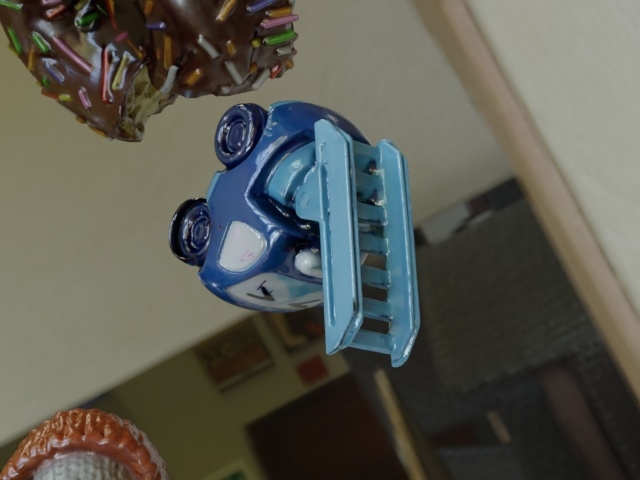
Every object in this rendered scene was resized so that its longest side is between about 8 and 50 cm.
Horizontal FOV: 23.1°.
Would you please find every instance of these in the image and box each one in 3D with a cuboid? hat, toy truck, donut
[{"bbox_3d":[-0.115,0.163,0.724,0.162,0.094,0.112,-99,-1,-62],"label":"hat"},{"bbox_3d":[0.000,0.000,0.495,0.056,0.073,0.090,14,-163,-38],"label":"toy truck"},{"bbox_3d":[-0.129,-0.164,1.011,0.230,0.096,0.216,5,128,45],"label":"donut"}]
